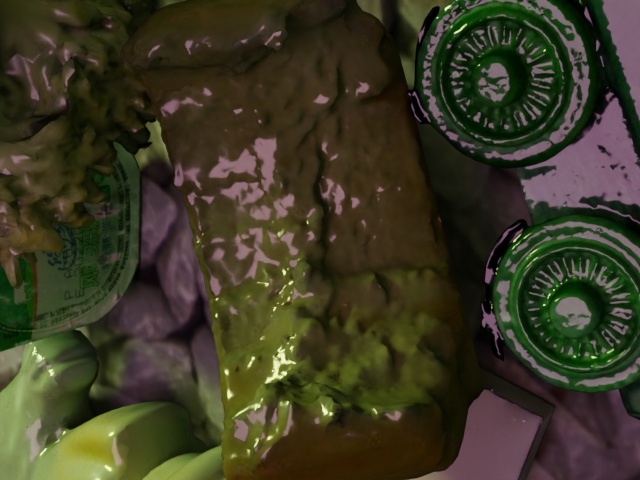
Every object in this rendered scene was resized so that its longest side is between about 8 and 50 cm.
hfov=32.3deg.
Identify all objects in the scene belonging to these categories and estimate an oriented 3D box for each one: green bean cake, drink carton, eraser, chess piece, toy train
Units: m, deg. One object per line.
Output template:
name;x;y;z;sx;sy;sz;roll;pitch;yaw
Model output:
green bean cake;0.000;0.000;0.573;0.124;0.233;0.236;-14;87;4
drink carton;-0.225;-0.019;0.776;0.142;0.144;0.146;16;111;37
eraser;0.074;0.144;0.697;0.103;0.023;0.150;27;115;23
chess piece;-0.146;0.172;0.781;0.298;0.175;0.176;24;115;38
toy train;0.164;-0.051;0.517;0.201;0.145;0.266;-18;94;30

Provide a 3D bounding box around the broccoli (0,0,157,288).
broccoli;-0.197;-0.119;0.503;0.397;0.353;0.275;-6;82;36
